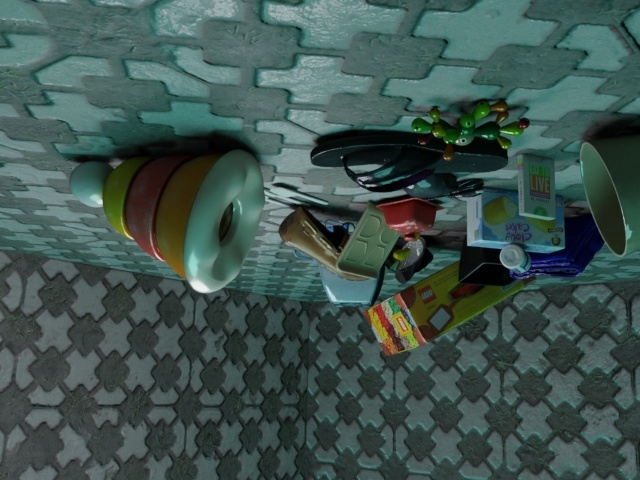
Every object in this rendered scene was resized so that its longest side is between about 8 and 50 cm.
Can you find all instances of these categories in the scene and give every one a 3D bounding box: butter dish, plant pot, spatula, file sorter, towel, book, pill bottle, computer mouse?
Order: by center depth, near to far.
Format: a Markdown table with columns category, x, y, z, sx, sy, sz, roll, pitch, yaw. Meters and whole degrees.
| category | x | y | z | sx | sy | sz | roll | pitch | yaw |
| --- | --- | --- | --- | --- | --- | --- | --- | --- | --- |
| plant pot | 0.723 | -0.124 | 1.461 | 0.274 | 0.256 | 0.256 | -16 | 165 | 9 |
| book | 0.504 | -0.125 | 1.642 | 0.096 | 0.144 | 0.035 | 7 | 167 | -27 |
| computer mouse | 0.291 | -0.137 | 1.791 | 0.188 | 0.072 | 0.272 | -5 | 166 | 33 |
| pill bottle | 0.543 | 0.054 | 1.936 | 0.067 | 0.067 | 0.120 | -5 | 166 | 28 |
| spatula | -0.097 | -0.120 | 2.049 | 0.168 | 0.019 | 0.242 | -9 | 164 | 38 |
| butter dish | 0.264 | -0.057 | 2.064 | 0.160 | 0.118 | 0.160 | -9 | 164 | 42 |
| towel | 0.729 | 0.011 | 2.113 | 0.227 | 0.076 | 0.308 | -5 | -156 | 45 |
| plant pot | 0.569 | 0.040 | 2.321 | 0.188 | 0.167 | 0.187 | 4 | 155 | -15 |
| file sorter | 0.000 | 0.000 | 2.381 | 0.104 | 0.118 | 0.170 | 16 | 162 | -37 |
| plant pot | 0.117 | 0.116 | 2.589 | 0.247 | 0.252 | 0.248 | 0 | 168 | 9 |

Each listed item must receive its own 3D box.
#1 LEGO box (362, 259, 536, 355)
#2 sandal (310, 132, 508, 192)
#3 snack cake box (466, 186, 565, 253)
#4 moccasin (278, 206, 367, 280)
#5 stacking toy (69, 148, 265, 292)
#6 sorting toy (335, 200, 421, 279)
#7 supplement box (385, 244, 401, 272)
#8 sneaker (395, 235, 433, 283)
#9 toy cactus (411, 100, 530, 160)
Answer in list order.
| category | x | y | z | sx | sy | sz | roll | pitch | yaw |
| --- | --- | --- | --- | --- | --- | --- | --- | --- | --- |
| LEGO box | 0.456 | 0.205 | 2.529 | 0.500 | 0.193 | 0.372 | -25 | 172 | -22 |
| sandal | 0.197 | -0.167 | 1.569 | 0.445 | 0.107 | 0.167 | 1 | 168 | 2 |
| snack cake box | 0.546 | -0.054 | 1.959 | 0.264 | 0.152 | 0.089 | 5 | 167 | -16 |
| moccasin | 0.046 | 0.010 | 2.209 | 0.380 | 0.139 | 0.147 | 34 | 109 | -27 |
| stacking toy | -0.406 | -0.099 | 1.699 | 0.479 | 0.351 | 0.350 | 17 | 172 | 14 |
| sorting toy | 0.186 | 0.009 | 2.196 | 0.307 | 0.229 | 0.041 | 15 | -166 | -48 |
| supplement box | 0.291 | 0.072 | 2.731 | 0.083 | 0.056 | 0.083 | -44 | 154 | 11 |
| sneaker | 0.369 | 0.043 | 2.627 | 0.163 | 0.086 | 0.226 | -32 | 153 | -40 |
| toy cactus | 0.293 | -0.213 | 1.399 | 0.219 | 0.112 | 0.180 | -8 | 177 | 5 |
